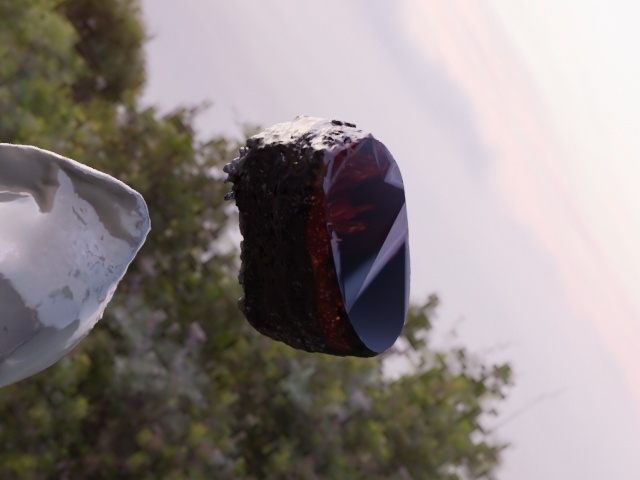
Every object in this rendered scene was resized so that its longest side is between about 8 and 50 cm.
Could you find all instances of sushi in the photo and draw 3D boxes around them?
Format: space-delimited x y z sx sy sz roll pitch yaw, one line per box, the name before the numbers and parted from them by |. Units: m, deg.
sushi | 0.000 0.000 1.525 0.126 0.136 0.225 11 -59 39

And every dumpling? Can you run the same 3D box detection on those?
dumpling | -0.231 0.018 1.151 0.166 0.216 0.126 49 28 -10
